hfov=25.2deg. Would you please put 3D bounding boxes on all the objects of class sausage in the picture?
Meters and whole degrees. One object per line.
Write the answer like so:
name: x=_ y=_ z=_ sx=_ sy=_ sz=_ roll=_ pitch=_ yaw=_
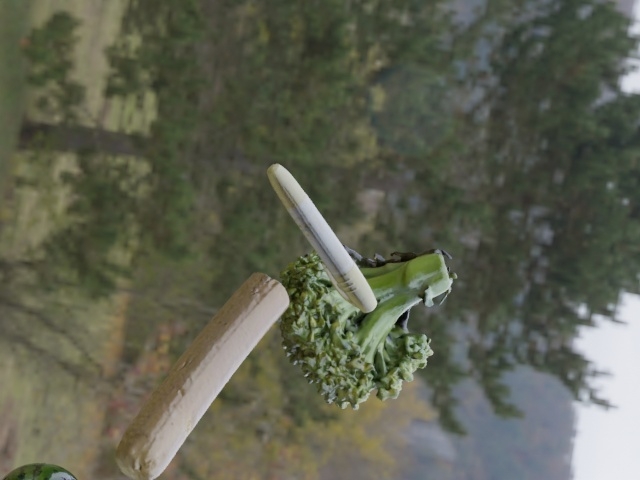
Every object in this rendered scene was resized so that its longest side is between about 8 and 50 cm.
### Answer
sausage: x=-0.129 y=0.148 z=1.570 sx=0.301 sy=0.066 sz=0.066 roll=-51 pitch=158 yaw=-42

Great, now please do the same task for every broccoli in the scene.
broccoli: x=0.052 y=0.123 z=1.956 sx=0.242 sy=0.273 sz=0.180 roll=53 pitch=39 yaw=-22

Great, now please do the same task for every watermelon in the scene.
watermelon: x=-0.283 y=0.268 z=1.430 sx=0.109 sy=0.109 sz=0.109 roll=10 pitch=90 yaw=-87

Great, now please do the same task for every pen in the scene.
pen: x=0.000 y=0.000 z=1.707 sx=0.233 sy=0.040 sz=0.032 roll=55 pitch=43 yaw=-26
